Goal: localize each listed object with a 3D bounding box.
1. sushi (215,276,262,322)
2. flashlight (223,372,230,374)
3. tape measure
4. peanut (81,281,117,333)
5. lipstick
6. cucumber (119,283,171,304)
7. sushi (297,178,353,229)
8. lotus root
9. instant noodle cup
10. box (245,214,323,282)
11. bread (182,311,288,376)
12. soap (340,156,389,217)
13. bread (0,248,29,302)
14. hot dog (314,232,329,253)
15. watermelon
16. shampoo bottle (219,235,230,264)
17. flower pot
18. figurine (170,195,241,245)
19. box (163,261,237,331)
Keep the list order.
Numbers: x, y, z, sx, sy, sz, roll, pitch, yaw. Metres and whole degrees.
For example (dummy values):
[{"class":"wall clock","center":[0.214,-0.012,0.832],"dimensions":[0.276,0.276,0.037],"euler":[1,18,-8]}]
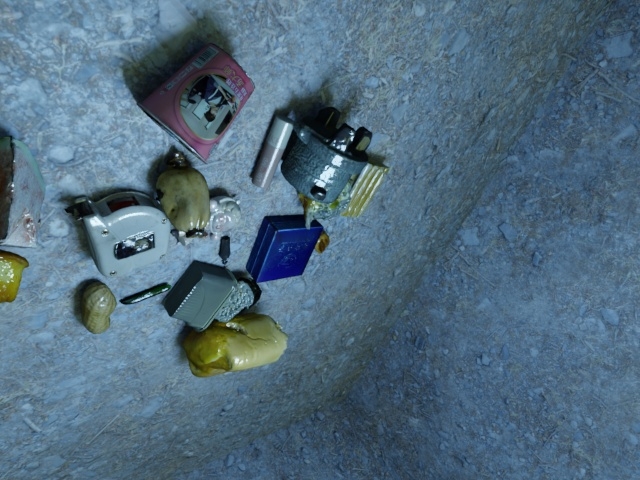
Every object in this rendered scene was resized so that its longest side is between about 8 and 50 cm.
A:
[{"class":"sushi","center":[-0.365,0.248,1.821],"dimensions":[0.225,0.136,0.126],"euler":[-33,175,19]},{"class":"flashlight","center":[-0.499,0.631,2.215],"dimensions":[0.093,0.047,0.200],"euler":[-40,144,-7]},{"class":"tape measure","center":[-0.592,-0.022,1.311],"dimensions":[0.265,0.130,0.258],"euler":[-22,139,-30]},{"class":"peanut","center":[-0.748,0.233,1.456],"dimensions":[0.108,0.095,0.226],"euler":[-6,133,-38]},{"class":"lipstick","center":[-0.167,-0.305,1.499],"dimensions":[0.070,0.070,0.255],"euler":[-4,130,-45]},{"class":"cucumber","center":[-0.642,0.201,1.592],"dimensions":[0.184,0.033,0.036],"euler":[-22,159,-27]},{"class":"sushi","center":[0.013,-0.181,1.769],"dimensions":[0.274,0.139,0.184],"euler":[-35,144,-7]},{"class":"lotus root","center":[-0.418,-0.132,1.320],"dimensions":[0.154,0.257,0.140],"euler":[-11,175,-32]},{"class":"instant noodle cup","center":[-0.314,-0.370,1.152],"dimensions":[0.255,0.244,0.244],"euler":[-50,147,-5]},{"class":"box","center":[-0.154,0.032,1.858],"dimensions":[0.261,0.116,0.279],"euler":[-5,130,-42]},{"class":"bread","center":[-0.392,0.451,1.904],"dimensions":[0.394,0.251,0.361],"euler":[2,159,-45]},{"class":"soap","center":[0.176,-0.233,1.931],"dimensions":[0.173,0.089,0.274],"euler":[-1,129,-47]},{"class":"bread","center":[-0.866,0.080,1.038],"dimensions":[0.268,0.268,0.146],"euler":[15,77,-53]},{"class":"hot dog","center":[-0.002,0.001,2.036],"dimensions":[0.090,0.060,0.140],"euler":[-42,154,-10]},{"class":"watermelon","center":[-0.760,-0.080,0.999],"dimensions":[0.310,0.231,0.193],"euler":[-48,-175,-11]},{"class":"shampoo bottle","center":[-0.376,0.041,1.702],"dimensions":[0.048,0.027,0.137],"euler":[-16,139,-32]},{"class":"flower pot","center":[0.013,-0.308,1.505],"dimensions":[0.299,0.299,0.283],"euler":[4,132,-49]},{"class":"figurine","center":[-0.381,-0.072,1.488],"dimensions":[0.256,0.144,0.182],"euler":[-19,119,-29]},{"class":"box","center":[-0.482,0.216,1.704],"dimensions":[0.274,0.138,0.178],"euler":[-52,141,7]}]
